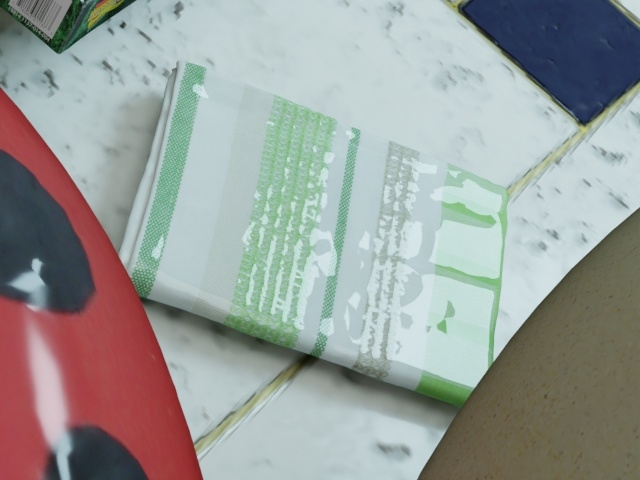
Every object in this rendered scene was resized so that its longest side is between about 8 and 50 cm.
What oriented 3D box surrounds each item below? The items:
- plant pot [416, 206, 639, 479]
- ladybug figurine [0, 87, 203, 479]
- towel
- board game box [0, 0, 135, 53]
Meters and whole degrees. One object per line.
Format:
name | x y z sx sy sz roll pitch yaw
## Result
plant pot | 0.135 0.108 0.520 0.190 0.284 0.284 -20 61 4
ladybug figurine | -0.162 0.073 0.443 0.305 0.162 0.449 -4 58 -27
towel | 0.000 0.000 0.672 0.152 0.023 0.113 21 52 -13
board game box | -0.088 -0.169 0.706 0.136 0.030 0.260 40 35 1
